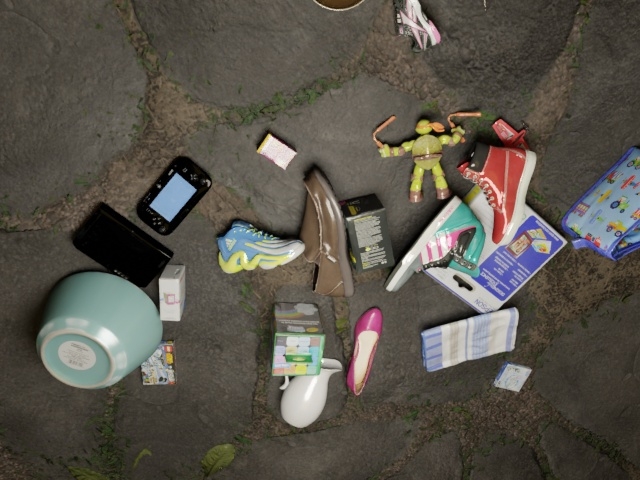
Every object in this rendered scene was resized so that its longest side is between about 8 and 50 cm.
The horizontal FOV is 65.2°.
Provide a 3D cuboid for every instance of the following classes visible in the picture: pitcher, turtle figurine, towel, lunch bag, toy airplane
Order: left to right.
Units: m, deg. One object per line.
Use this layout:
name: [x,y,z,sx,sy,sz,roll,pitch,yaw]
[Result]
pitcher: [-0.057,0.422,1.461,0.178,0.125,0.207,26,98,5]
turtle figurine: [0.275,-0.209,1.234,0.270,0.087,0.217,-12,114,-2]
towel: [0.437,0.294,1.465,0.285,0.034,0.209,-14,135,0]
toy airplane: [0.474,-0.235,1.279,0.151,0.028,0.151,-2,113,-5]
lunch bag: [0.772,-0.078,1.277,0.293,0.221,0.138,-38,112,9]

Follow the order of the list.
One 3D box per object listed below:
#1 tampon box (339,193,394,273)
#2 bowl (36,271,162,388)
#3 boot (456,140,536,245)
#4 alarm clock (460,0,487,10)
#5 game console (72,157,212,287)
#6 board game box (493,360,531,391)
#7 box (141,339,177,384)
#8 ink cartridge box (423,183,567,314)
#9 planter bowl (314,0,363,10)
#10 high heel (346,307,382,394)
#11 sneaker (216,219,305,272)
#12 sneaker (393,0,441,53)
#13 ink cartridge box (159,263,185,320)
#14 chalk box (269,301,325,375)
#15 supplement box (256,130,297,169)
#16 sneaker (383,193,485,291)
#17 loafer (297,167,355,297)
tampon box: [0.116,-0.019,1.279,0.101,0.120,0.161,-13,114,-2]
bowl: [-0.578,0.253,1.268,0.312,0.163,0.311,1,117,1]
boot: [0.409,-0.114,1.230,0.176,0.088,0.244,8,100,-4]
alarm clock: [0.356,-0.614,1.082,0.129,0.064,0.192,19,112,-14]
game console: [-0.424,-0.059,1.239,0.213,0.044,0.361,39,103,-20]
board game box: [0.609,0.432,1.588,0.090,0.020,0.090,17,110,-13]
box: [-0.458,0.346,1.418,0.094,0.027,0.137,1,113,-6]
ink cartridge box: [0.460,0.022,1.370,0.304,0.072,0.307,35,107,-20]
planter bowl: [0.031,-0.564,1.039,0.162,0.109,0.162,-3,113,-6]
high heel: [0.129,0.317,1.427,0.082,0.117,0.244,18,110,-14]
sneaker: [-0.163,0.006,1.250,0.240,0.091,0.126,-13,107,19]
sneaker: [0.192,-0.495,1.113,0.077,0.072,0.178,-35,107,20]
ink cartridge box: [-0.384,0.134,1.302,0.052,0.088,0.122,5,112,-6]
chalk box: [-0.064,0.274,1.333,0.132,0.213,0.132,4,113,-8]
supplement box: [-0.105,-0.218,1.208,0.083,0.043,0.055,33,105,-18]
sneaker: [0.309,0.051,1.265,0.178,0.124,0.295,39,102,3]
loafer: [0.000,0.000,1.265,0.130,0.134,0.366,-13,114,-2]
